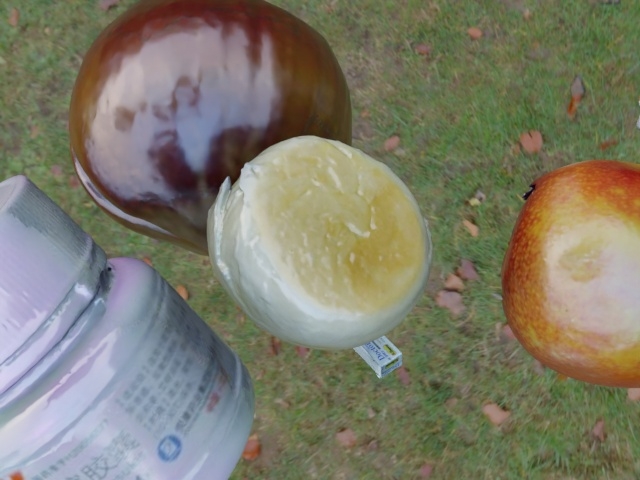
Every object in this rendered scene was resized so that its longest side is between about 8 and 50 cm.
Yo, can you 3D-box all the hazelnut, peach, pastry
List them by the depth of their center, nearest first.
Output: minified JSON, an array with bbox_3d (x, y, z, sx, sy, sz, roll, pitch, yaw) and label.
[{"bbox_3d":[0.291,0.032,0.785,0.231,0.231,0.231,-2,85,19],"label":"peach"},{"bbox_3d":[0.002,0.001,0.891,0.265,0.133,0.264,7,68,-17],"label":"pastry"},{"bbox_3d":[-0.150,-0.184,1.191,0.402,0.429,0.402,-36,48,55],"label":"hazelnut"}]

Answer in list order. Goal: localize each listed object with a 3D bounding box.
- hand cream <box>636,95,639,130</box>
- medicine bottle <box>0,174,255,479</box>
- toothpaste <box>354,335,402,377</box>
[{"bbox_3d":[0.330,-0.177,0.714,0.052,0.216,0.038,39,65,22],"label":"hand cream"},{"bbox_3d":[-0.233,0.115,0.712,0.241,0.241,0.302,-34,115,13],"label":"medicine bottle"},{"bbox_3d":[0.060,0.146,1.251,0.046,0.034,0.164,-29,52,-23],"label":"toothpaste"}]
